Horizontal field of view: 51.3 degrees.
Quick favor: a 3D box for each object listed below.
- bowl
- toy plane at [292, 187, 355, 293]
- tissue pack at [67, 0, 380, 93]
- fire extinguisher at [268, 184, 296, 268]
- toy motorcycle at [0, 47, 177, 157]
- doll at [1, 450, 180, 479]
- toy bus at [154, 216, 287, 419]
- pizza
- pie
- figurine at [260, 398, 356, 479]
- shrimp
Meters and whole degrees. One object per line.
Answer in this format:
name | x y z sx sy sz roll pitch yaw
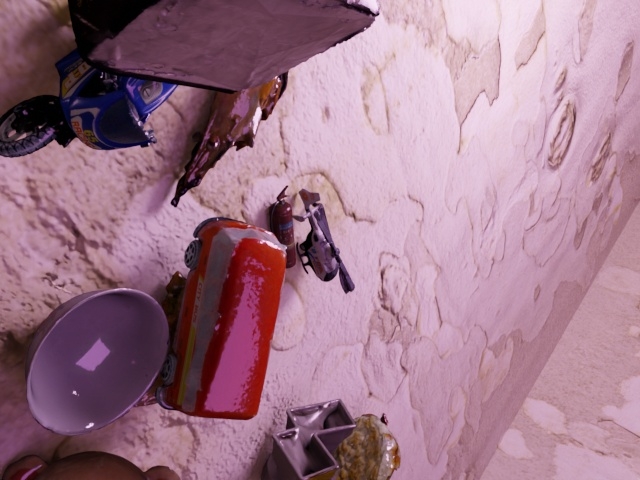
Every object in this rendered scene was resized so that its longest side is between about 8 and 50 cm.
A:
bowl | -0.283 0.130 0.804 0.189 0.086 0.188 -28 131 -39
toy plane | -0.001 -0.001 1.113 0.053 0.078 0.197 -36 121 -33
tissue pack | -0.108 -0.335 0.559 0.210 0.198 0.369 -7 82 -47
fire extinguisher | -0.062 -0.018 1.054 0.056 0.039 0.132 -43 140 -44
toy motorcycle | -0.185 -0.178 0.681 0.315 0.169 0.113 -48 140 -24
doll | -0.304 0.434 0.842 0.235 0.174 0.329 11 86 -16
toy bus | -0.120 0.102 0.871 0.121 0.120 0.264 14 84 -33
pizza | -0.186 0.144 0.944 0.147 0.069 0.226 34 76 -35
pie | 0.076 0.501 1.396 0.274 0.106 0.257 -61 -171 -1
figurine | -0.030 0.467 1.266 0.343 0.167 0.284 -22 131 -48
shrimp | -0.107 -0.147 0.895 0.117 0.066 0.261 29 87 -55
